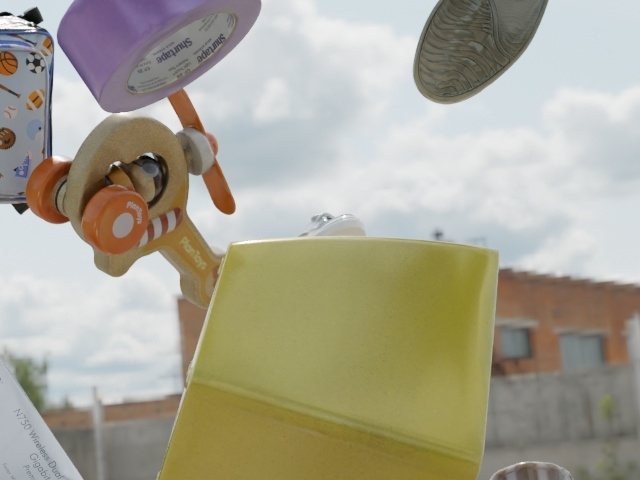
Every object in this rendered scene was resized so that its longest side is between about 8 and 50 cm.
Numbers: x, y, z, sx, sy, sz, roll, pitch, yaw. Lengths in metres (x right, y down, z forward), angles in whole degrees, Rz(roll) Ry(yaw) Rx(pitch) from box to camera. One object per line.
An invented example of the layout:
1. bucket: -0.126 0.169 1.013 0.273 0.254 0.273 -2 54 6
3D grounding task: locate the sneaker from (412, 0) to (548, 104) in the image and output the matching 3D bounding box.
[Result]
1. sneaker: 0.149 -0.197 1.299 0.083 0.222 0.118 34 -11 2

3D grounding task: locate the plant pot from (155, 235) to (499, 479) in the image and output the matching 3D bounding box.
1. plant pot: -0.003 0.117 1.054 0.187 0.212 0.212 17 -49 -4

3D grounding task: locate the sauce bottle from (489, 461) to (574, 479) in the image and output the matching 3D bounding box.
1. sauce bottle: 0.249 0.407 1.655 0.111 0.344 0.111 -2 -43 -2

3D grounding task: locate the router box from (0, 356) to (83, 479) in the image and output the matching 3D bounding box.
1. router box: -0.468 0.257 1.728 0.301 0.335 0.082 -25 -31 -28

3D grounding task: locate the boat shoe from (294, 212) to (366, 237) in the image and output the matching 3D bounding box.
1. boat shoe: 0.000 0.000 1.874 0.066 0.063 0.184 3 -24 -20

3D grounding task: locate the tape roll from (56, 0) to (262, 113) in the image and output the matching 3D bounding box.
1. tape roll: -0.155 -0.211 1.473 0.189 0.080 0.189 -34 -10 -7

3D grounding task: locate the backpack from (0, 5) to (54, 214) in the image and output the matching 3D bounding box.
1. backpack: -0.467 -0.160 1.907 0.263 0.277 0.213 -1 8 -20

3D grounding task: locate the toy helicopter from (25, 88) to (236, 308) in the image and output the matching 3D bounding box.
1. toy helicopter: -0.190 -0.038 1.923 0.140 0.235 0.355 25 -19 37
